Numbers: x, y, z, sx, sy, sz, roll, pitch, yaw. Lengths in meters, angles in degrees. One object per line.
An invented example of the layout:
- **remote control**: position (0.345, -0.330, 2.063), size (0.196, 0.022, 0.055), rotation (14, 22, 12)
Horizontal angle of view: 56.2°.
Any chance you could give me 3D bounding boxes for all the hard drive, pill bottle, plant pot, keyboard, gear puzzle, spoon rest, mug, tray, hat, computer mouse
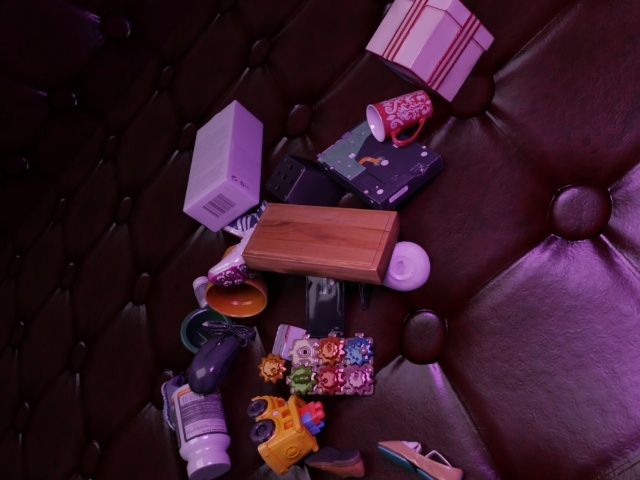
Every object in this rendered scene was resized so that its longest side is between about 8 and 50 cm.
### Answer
- **hard drive**: position (0.167, -0.230, 1.783), size (0.237, 0.064, 0.339), rotation (-38, 46, -12)
- **pill bottle**: position (-0.378, 0.605, 1.911), size (0.162, 0.162, 0.278), rotation (-40, 50, 23)
- **plant pot**: position (-0.272, 0.124, 2.016), size (0.205, 0.205, 0.188), rotation (-30, 39, 30)
- **pill bottle**: position (-0.413, 0.199, 2.178), size (0.078, 0.078, 0.137), rotation (-49, 47, 15)
- **keyboard**: position (0.053, 0.130, 1.757), size (0.201, 0.033, 0.317), rotation (0, 89, 20)
- **plant pot**: position (-0.061, -0.176, 1.959), size (0.187, 0.167, 0.188), rotation (39, 98, 44)
- **gear puzzle**: position (-0.018, 0.345, 1.682), size (0.339, 0.044, 0.175), rotation (-4, 68, 14)
- **spoon rest**: position (0.166, 0.079, 1.664), size (0.276, 0.084, 0.137), rotation (-6, 88, 13)
- **mug**: position (0.242, -0.357, 1.771), size (0.113, 0.169, 0.150), rotation (-179, 66, -77)
- **tray**: position (0.000, 0.000, 1.680), size (0.411, 0.076, 0.203), rotation (5, 53, 27)
- **hat**: position (-0.413, 0.353, 2.145), size (0.208, 0.183, 0.173), rotation (-18, 67, -15)
- **computer mouse**: position (-0.349, 0.366, 1.948), size (0.188, 0.072, 0.272), rotation (8, 49, 22)

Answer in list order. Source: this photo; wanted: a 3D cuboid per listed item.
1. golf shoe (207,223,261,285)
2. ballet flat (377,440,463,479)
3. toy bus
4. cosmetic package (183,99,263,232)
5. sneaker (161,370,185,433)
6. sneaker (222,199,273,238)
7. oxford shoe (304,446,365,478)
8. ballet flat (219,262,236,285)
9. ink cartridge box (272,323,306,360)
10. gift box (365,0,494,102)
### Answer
- **golf shoe**: position (-0.215, 0.033, 1.857), size (0.306, 0.115, 0.140), rotation (-26, 62, -4)
- **ballet flat**: position (0.244, 0.534, 1.452), size (0.232, 0.080, 0.073), rotation (21, 59, 43)
- **toy bus**: position (-0.084, 0.512, 1.699), size (0.211, 0.149, 0.220), rotation (-33, 30, 3)
- **cosmetic package**: position (-0.348, -0.278, 2.201), size (0.230, 0.161, 0.453), rotation (-31, 41, 29)
- **sneaker**: position (-0.494, 0.566, 2.094), size (0.098, 0.083, 0.224), rotation (-43, 48, 14)
- **sneaker**: position (-0.234, -0.071, 2.120), size (0.282, 0.099, 0.153), rotation (18, 84, 44)
- **oxford shoe**: position (0.034, 0.604, 1.607), size (0.212, 0.076, 0.076), rotation (-16, 102, 49)
- **ballet flat**: position (-0.325, 0.121, 2.131), size (0.077, 0.079, 0.221), rotation (-29, 54, 34)
- **ink cartridge box**: position (-0.095, 0.310, 1.816), size (0.135, 0.056, 0.099), rotation (162, 124, -73)
- **gift box**: position (0.307, -0.601, 1.748), size (0.276, 0.255, 0.258), rotation (43, 104, 40)
